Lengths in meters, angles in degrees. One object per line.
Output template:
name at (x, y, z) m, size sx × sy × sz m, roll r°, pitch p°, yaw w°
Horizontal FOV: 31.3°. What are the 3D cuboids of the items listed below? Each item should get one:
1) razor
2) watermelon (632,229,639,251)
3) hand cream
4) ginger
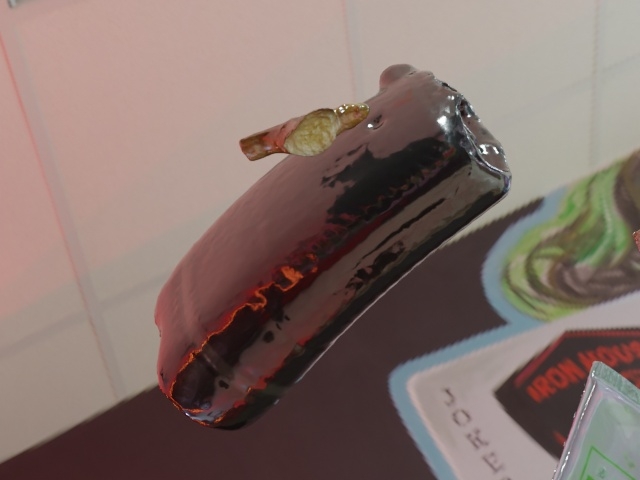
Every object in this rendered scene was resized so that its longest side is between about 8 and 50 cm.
razor at (-0.002, 0.000, 0.974) m, size 0.349 × 0.204 × 0.113 m, roll -43°, pitch -60°, yaw 14°
watermelon at (0.373, 0.019, 1.243) m, size 0.072 × 0.084 × 0.092 m, roll -11°, pitch -36°, yaw -24°
hand cream at (0.132, 0.187, 0.568) m, size 0.079 × 0.050 × 0.275 m, roll 56°, pitch -132°, yaw -30°
ginger at (-0.012, -0.072, 0.788) m, size 0.097 × 0.048 × 0.030 m, roll -16°, pitch -86°, yaw 14°
